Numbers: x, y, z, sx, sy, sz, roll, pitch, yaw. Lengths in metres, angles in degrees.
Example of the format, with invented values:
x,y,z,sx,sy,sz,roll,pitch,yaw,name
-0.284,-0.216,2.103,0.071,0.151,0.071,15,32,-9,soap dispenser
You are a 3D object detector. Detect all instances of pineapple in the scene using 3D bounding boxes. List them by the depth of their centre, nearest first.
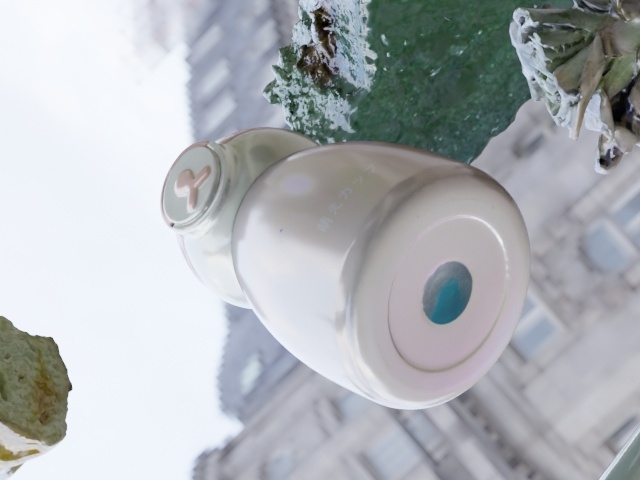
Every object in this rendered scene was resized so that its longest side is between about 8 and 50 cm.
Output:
x,y,z,sx,sy,sz,roll,pitch,yaw,name
0.266,-0.148,1.298,0.262,0.271,0.262,161,90,-85,pineapple

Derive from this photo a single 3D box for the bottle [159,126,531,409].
x,y,z,sx,sy,sz,roll,pitch,yaw,name
0.000,0.000,1.208,0.147,0.147,0.236,30,175,-43,bottle

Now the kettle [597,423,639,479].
x,y,z,sx,sy,sz,roll,pitch,yaw,name
0.285,0.199,1.582,0.148,0.098,0.127,-48,-57,-38,kettle

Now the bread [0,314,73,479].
x,y,z,sx,sy,sz,roll,pitch,yaw,name
-0.357,0.172,1.810,0.130,0.267,0.152,-12,-107,-54,bread

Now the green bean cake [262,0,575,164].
x,y,z,sx,sy,sz,roll,pitch,yaw,name
0.067,-0.221,1.834,0.308,0.300,0.169,41,-172,-42,green bean cake
